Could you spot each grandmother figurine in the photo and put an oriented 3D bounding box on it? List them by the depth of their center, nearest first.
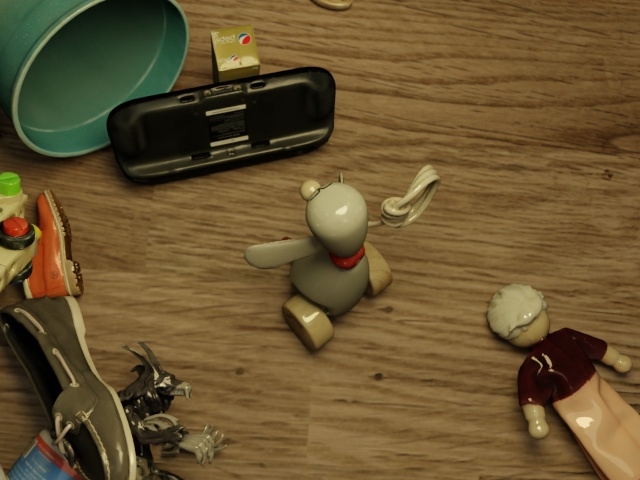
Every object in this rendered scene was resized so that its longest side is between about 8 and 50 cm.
[{"bbox_3d":[0.357,0.210,1.209,0.208,0.104,0.342,-28,79,-39],"label":"grandmother figurine"}]

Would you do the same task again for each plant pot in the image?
[{"bbox_3d":[-0.365,-0.297,1.150,0.272,0.271,0.255,-41,71,-12],"label":"plant pot"}]

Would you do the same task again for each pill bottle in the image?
[{"bbox_3d":[-0.372,0.362,1.075,0.124,0.124,0.221,36,78,1],"label":"pill bottle"}]

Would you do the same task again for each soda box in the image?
[{"bbox_3d":[-0.120,-0.234,1.193,0.058,0.181,0.061,-11,79,-8],"label":"soda box"}]

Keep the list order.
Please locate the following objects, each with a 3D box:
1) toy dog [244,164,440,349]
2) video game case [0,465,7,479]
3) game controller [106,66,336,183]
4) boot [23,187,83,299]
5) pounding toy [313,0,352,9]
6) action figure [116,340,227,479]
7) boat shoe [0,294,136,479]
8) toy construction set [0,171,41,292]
[{"bbox_3d":[0.000,0.000,1.121,0.220,0.333,0.161,-32,65,-36],"label":"toy dog"},{"bbox_3d":[-0.509,0.292,1.039,0.227,0.026,0.206,-32,76,4],"label":"video game case"},{"bbox_3d":[-0.132,-0.160,1.186,0.319,0.166,0.067,-13,53,-9],"label":"game controller"},{"bbox_3d":[-0.388,0.007,1.180,0.085,0.059,0.157,-12,81,-4],"label":"boot"},{"bbox_3d":[0.033,-0.460,1.270,0.270,0.155,0.154,-33,80,-12],"label":"pounding toy"},{"bbox_3d":[-0.195,0.270,1.102,0.141,0.164,0.275,-3,88,6],"label":"action figure"},{"bbox_3d":[-0.321,0.192,1.050,0.096,0.112,0.335,-2,36,-33],"label":"boat shoe"},{"bbox_3d":[-0.480,0.017,1.054,0.215,0.151,0.327,18,48,3],"label":"toy construction set"}]
